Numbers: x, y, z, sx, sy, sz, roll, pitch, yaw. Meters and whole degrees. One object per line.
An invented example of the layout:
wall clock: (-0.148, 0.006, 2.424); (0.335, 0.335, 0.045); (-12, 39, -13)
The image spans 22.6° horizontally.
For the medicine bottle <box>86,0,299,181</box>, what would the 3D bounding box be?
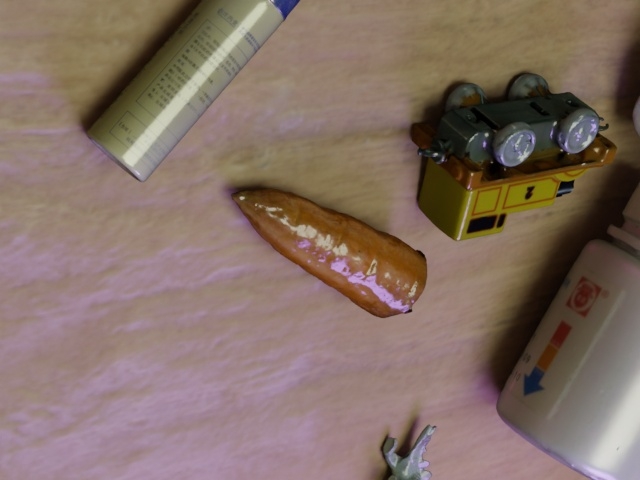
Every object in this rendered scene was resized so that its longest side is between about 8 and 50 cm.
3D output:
medicine bottle: (-0.082, -0.149, 1.222); (0.231, 0.059, 0.059); (-50, 133, -6)

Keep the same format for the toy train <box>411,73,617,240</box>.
toy train: (0.170, -0.073, 1.442); (0.219, 0.089, 0.127); (-12, 130, -34)

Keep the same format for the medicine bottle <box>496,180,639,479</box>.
medicine bottle: (0.309, 0.086, 1.573); (0.170, 0.170, 0.293); (23, 98, -43)

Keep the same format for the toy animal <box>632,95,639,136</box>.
toy animal: (0.467, -0.159, 1.539); (0.265, 0.271, 0.206); (-37, 157, -37)

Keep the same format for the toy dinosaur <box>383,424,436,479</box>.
toy dinosaur: (0.069, 0.273, 1.574); (0.082, 0.039, 0.209); (21, 100, -44)

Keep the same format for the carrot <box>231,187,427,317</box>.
carrot: (0.000, 0.000, 1.369); (0.205, 0.072, 0.072); (29, 94, -35)
